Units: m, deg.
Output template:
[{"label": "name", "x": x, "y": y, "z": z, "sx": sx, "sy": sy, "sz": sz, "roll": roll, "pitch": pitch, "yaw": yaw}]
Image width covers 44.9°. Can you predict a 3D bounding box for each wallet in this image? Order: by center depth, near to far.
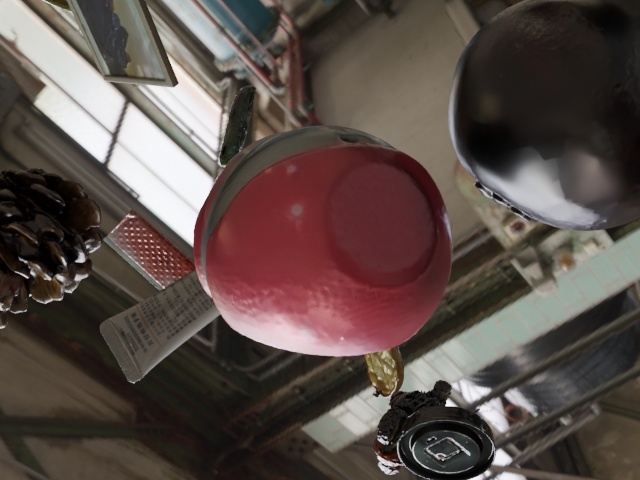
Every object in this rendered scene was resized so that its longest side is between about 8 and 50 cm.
[{"label": "wallet", "x": -0.328, "y": 0.033, "z": 1.533, "sx": 0.103, "sy": 0.196, "sz": 0.020, "roll": -42, "pitch": -170, "yaw": 28}]

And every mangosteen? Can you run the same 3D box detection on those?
[{"label": "mangosteen", "x": 0.301, "y": -0.163, "z": 0.897, "sx": 0.297, "sy": 0.297, "sz": 0.313, "roll": -85, "pitch": -161, "yaw": -49}]

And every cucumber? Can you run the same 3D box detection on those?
[{"label": "cucumber", "x": -0.195, "y": -0.269, "z": 1.804, "sx": 0.056, "sy": 0.056, "sz": 0.284, "roll": -24, "pitch": -141, "yaw": 34}]

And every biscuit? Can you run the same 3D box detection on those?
[{"label": "biscuit", "x": 0.140, "y": 0.262, "z": 1.763, "sx": 0.260, "sy": 0.041, "sz": 0.203, "roll": -145, "pitch": -126, "yaw": -72}]

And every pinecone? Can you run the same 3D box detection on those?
[{"label": "pinecone", "x": -0.374, "y": 0.001, "z": 0.943, "sx": 0.184, "sy": 0.179, "sz": 0.204, "roll": -64, "pitch": 177, "yaw": 24}]

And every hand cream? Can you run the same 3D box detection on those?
[{"label": "hand cream", "x": -0.249, "y": 0.126, "z": 1.430, "sx": 0.314, "sy": 0.089, "sz": 0.139, "roll": -31, "pitch": -115, "yaw": -8}]

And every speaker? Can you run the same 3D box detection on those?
[{"label": "speaker", "x": 0.000, "y": 0.000, "z": 0.890, "sx": 0.294, "sy": 0.294, "sz": 0.294, "roll": -32, "pitch": -148, "yaw": 23}]

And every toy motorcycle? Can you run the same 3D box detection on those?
[{"label": "toy motorcycle", "x": 0.240, "y": 0.429, "z": 1.811, "sx": 0.134, "sy": 0.401, "sz": 0.207, "roll": 29, "pitch": -63, "yaw": 30}]

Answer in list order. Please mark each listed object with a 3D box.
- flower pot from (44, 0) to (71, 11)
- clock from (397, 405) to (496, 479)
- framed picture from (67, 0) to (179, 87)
[{"label": "flower pot", "x": -0.523, "y": -0.665, "z": 1.712, "sx": 0.307, "sy": 0.307, "sz": 0.244, "roll": -1, "pitch": -109, "yaw": 52}, {"label": "clock", "x": 0.236, "y": 0.383, "z": 1.453, "sx": 0.184, "sy": 0.184, "sz": 0.040, "roll": -30, "pitch": -153, "yaw": 27}, {"label": "framed picture", "x": -0.376, "y": -0.400, "z": 1.400, "sx": 0.192, "sy": 0.265, "sz": 0.018, "roll": 11, "pitch": -134, "yaw": 33}]
